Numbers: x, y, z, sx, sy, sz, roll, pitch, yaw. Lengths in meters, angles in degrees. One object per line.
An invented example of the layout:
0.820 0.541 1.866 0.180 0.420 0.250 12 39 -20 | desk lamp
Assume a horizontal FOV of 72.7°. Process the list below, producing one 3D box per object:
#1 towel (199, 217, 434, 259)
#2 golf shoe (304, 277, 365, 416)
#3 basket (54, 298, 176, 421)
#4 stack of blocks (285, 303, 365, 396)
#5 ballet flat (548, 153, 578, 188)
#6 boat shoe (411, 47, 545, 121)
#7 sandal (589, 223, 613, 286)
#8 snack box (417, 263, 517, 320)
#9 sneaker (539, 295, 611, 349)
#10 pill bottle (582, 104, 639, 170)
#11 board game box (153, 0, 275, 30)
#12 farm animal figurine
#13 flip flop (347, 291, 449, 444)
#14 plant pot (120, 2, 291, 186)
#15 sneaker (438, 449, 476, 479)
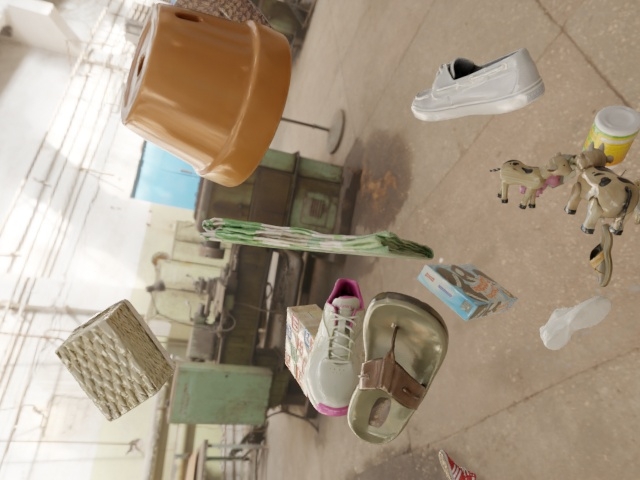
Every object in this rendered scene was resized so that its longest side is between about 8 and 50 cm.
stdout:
0.000 0.000 0.728 0.324 0.247 0.038 4 86 28 | towel
0.033 0.192 0.852 0.306 0.115 0.140 -80 -5 -60 | golf shoe
-0.347 0.205 0.747 0.167 0.113 0.103 58 177 -11 | basket
0.002 0.298 1.085 0.297 0.087 0.171 -148 58 -62 | stack of blocks
0.762 -0.221 1.348 0.068 0.213 0.072 7 121 37 | ballet flat
0.165 -0.179 0.501 0.063 0.066 0.184 63 168 -22 | boat shoe
0.762 0.040 1.186 0.072 0.049 0.180 -54 -43 -60 | sandal
0.451 0.147 1.318 0.187 0.321 0.060 44 116 34 | snack box
0.718 0.216 1.247 0.212 0.080 0.094 -46 14 23 | sneaker
1.016 -0.339 1.540 0.246 0.136 0.137 70 -167 -54 | pill bottle
-0.276 -0.574 1.107 0.141 0.232 0.291 -48 44 3 | board game box
0.646 -0.147 1.075 0.327 0.330 0.172 -114 22 -56 | farm animal figurine
0.089 0.187 0.569 0.080 0.112 0.277 -55 -19 -57 | flip flop
-0.209 -0.258 0.746 0.290 0.203 0.291 -24 60 49 | plant pot
0.358 0.593 1.129 0.042 0.067 0.119 122 126 -74 | sneaker
